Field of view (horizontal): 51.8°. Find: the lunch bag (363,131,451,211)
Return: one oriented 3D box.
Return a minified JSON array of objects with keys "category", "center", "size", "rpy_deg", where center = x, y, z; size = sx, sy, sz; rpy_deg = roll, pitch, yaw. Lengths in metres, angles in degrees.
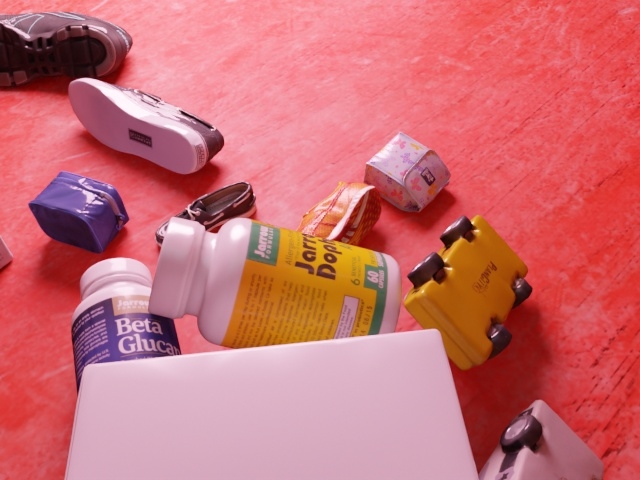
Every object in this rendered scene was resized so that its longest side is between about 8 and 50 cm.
[{"category":"lunch bag","center":[0.104,-0.078,0.774],"size":[0.083,0.053,0.071],"rpy_deg":[37,62,18]}]

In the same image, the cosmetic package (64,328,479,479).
[{"category":"cosmetic package","center":[-0.026,0.183,0.446],"size":[0.224,0.225,0.138],"rpy_deg":[-5,50,-3]}]

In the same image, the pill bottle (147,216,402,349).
[{"category":"pill bottle","center":[-0.042,0.046,0.596],"size":[0.208,0.117,0.118],"rpy_deg":[14,49,-10]}]

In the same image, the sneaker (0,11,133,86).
[{"category":"sneaker","center":[-0.402,-0.281,0.956],"size":[0.267,0.101,0.106],"rpy_deg":[6,31,6]}]

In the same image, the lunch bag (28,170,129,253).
[{"category":"lunch bag","center":[-0.265,-0.035,0.742],"size":[0.098,0.067,0.065],"rpy_deg":[17,53,15]}]

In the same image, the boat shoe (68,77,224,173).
[{"category":"boat shoe","center":[-0.220,-0.156,0.842],"size":[0.228,0.080,0.076],"rpy_deg":[23,37,24]}]

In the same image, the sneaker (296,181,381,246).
[{"category":"sneaker","center":[0.000,0.000,0.718],"size":[0.067,0.064,0.175],"rpy_deg":[11,43,40]}]

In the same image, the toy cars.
[{"category":"toy cars","center":[0.140,0.136,0.564],"size":[0.176,0.087,0.394],"rpy_deg":[20,43,-30]}]

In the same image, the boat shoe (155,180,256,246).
[{"category":"boat shoe","center":[-0.132,-0.031,0.752],"size":[0.125,0.038,0.046],"rpy_deg":[-22,52,-15]}]

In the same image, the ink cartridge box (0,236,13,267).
[{"category":"ink cartridge box","center":[-0.424,-0.021,0.646],"size":[0.087,0.208,0.153],"rpy_deg":[32,58,26]}]

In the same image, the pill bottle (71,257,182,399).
[{"category":"pill bottle","center":[-0.178,0.100,0.606],"size":[0.094,0.094,0.169],"rpy_deg":[-16,51,-11]}]
